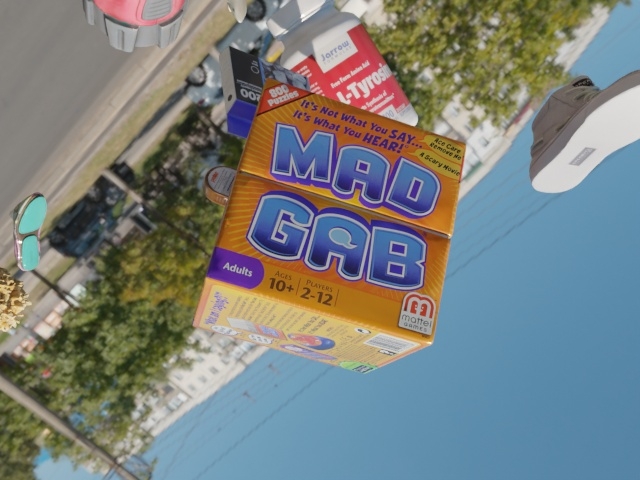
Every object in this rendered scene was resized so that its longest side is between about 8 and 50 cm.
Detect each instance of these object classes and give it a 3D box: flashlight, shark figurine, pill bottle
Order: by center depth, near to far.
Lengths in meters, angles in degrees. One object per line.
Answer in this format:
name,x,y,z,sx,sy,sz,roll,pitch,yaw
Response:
flashlight,-0.142,-0.274,0.545,0.304,0.103,0.103,130,-22,-65
shark figurine,-0.247,-0.675,1.614,0.116,0.278,0.166,-15,-131,40
pill bottle,0.047,-0.411,1.697,0.229,0.407,0.229,-32,-169,7

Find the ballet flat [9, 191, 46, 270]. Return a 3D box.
ballet flat,-0.714,-0.030,1.646,0.077,0.079,0.221,-23,139,-48

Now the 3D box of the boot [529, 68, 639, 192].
boot,0.352,-0.173,0.896,0.258,0.095,0.123,127,-31,-61

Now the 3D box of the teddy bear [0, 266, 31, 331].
teddy bear,-0.419,0.054,0.668,0.338,0.245,0.113,-16,-122,64

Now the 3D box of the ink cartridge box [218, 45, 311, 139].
ink cartridge box,-0.102,-0.281,1.395,0.045,0.206,0.208,-38,-129,41

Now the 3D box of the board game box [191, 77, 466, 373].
board game box,0.000,0.000,1.215,0.356,0.356,0.356,127,-22,-67

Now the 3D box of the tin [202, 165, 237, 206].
tin,-0.192,-0.120,1.653,0.106,0.190,0.040,-71,-177,-45
